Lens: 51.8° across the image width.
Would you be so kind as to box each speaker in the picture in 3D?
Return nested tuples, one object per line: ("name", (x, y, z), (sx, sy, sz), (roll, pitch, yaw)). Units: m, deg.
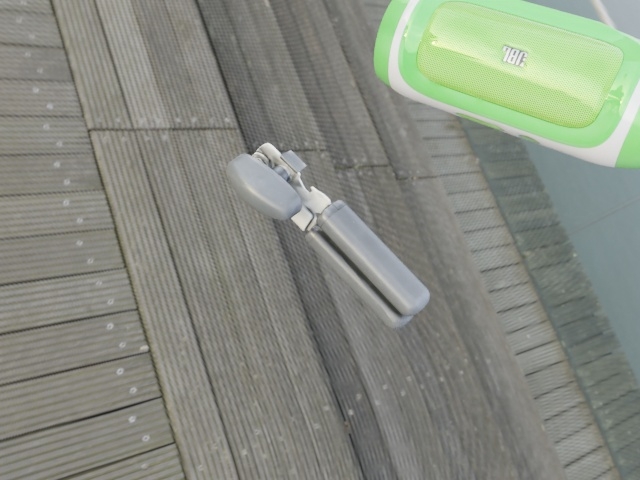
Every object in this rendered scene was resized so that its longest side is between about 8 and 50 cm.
("speaker", (0.210, -0.177, 0.694), (0.297, 0.131, 0.131), (25, 44, 22))

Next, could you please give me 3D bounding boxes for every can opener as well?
("can opener", (0.000, 0.000, 0.790), (0.283, 0.076, 0.095), (47, 53, 9))
